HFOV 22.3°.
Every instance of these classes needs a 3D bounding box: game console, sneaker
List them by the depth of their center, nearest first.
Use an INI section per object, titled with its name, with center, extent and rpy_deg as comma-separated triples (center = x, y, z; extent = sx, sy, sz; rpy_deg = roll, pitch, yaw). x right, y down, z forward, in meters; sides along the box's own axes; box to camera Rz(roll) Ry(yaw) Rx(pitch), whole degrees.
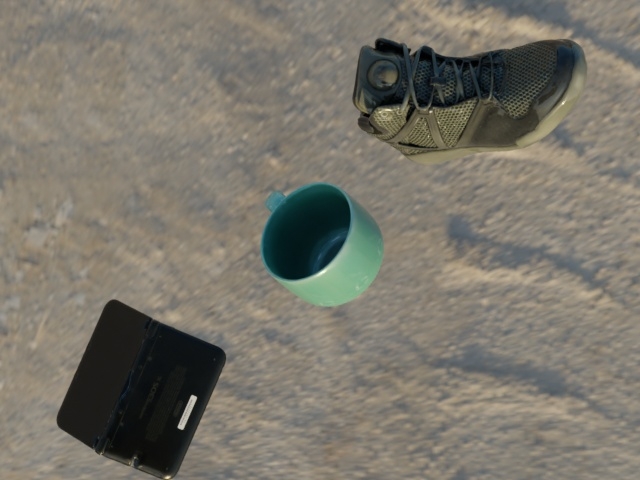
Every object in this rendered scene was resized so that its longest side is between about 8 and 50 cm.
[game console]
center = -0.154, 0.127, 1.388
extent = 0.107, 0.071, 0.122
rpy_deg = 23, 89, -12
[sneaker]
center = 0.115, -0.128, 1.392
extent = 0.130, 0.227, 0.087
rpy_deg = 19, 70, -38

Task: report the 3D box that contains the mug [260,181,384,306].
[mug]
center = 0.008, 0.000, 1.893
extent = 0.097, 0.129, 0.158
rpy_deg = 40, 35, -45
